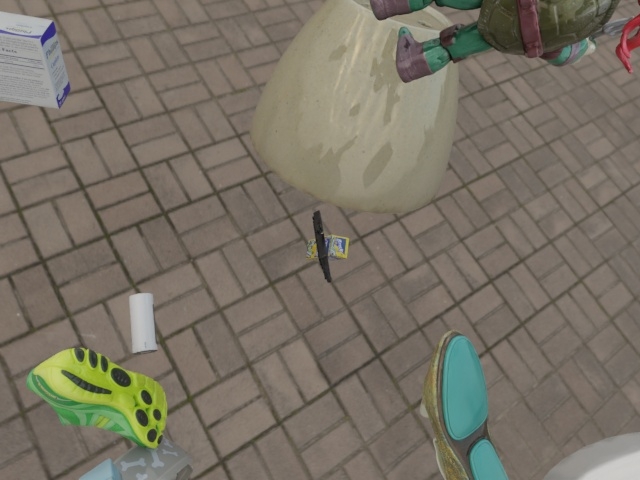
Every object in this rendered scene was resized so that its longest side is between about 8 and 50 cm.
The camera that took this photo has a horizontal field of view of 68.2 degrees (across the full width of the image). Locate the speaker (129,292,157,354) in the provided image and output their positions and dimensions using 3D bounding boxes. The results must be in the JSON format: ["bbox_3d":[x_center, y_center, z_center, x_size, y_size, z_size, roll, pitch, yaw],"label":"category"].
[{"bbox_3d":[-0.413,0.192,1.100,0.055,0.055,0.136,-6,72,-19],"label":"speaker"}]

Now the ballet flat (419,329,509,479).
[{"bbox_3d":[0.232,0.323,0.807,0.123,0.123,0.349,-19,93,-24],"label":"ballet flat"}]

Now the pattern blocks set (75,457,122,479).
[{"bbox_3d":[-0.132,0.214,0.157,0.285,0.325,0.026,-35,112,-30],"label":"pattern blocks set"}]

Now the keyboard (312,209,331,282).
[{"bbox_3d":[0.000,0.000,1.039,0.023,0.108,0.180,-10,34,-1],"label":"keyboard"}]

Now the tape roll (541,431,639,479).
[{"bbox_3d":[0.284,0.287,0.329,0.286,0.100,0.286,-6,72,19],"label":"tape roll"}]

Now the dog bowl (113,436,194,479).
[{"bbox_3d":[-0.400,0.536,0.925,0.102,0.349,0.349,38,60,11],"label":"dog bowl"}]

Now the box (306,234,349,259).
[{"bbox_3d":[0.017,0.024,1.317,0.054,0.169,0.059,11,80,-22],"label":"box"}]

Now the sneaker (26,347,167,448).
[{"bbox_3d":[-0.384,0.283,0.846,0.123,0.295,0.109,-14,43,20],"label":"sneaker"}]

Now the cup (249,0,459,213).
[{"bbox_3d":[0.077,-0.235,0.721,0.331,0.237,0.331,12,40,-10],"label":"cup"}]

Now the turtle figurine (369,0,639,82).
[{"bbox_3d":[0.164,-0.200,0.372,0.234,0.175,0.118,-4,41,27],"label":"turtle figurine"}]

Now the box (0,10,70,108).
[{"bbox_3d":[-0.523,-0.313,0.822,0.126,0.137,0.072,7,49,-8],"label":"box"}]
